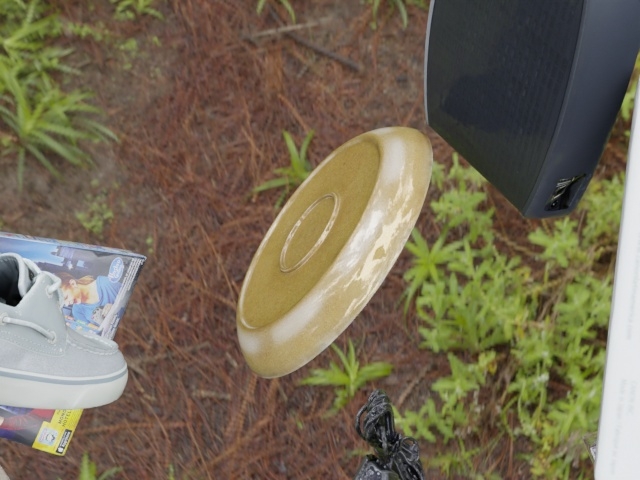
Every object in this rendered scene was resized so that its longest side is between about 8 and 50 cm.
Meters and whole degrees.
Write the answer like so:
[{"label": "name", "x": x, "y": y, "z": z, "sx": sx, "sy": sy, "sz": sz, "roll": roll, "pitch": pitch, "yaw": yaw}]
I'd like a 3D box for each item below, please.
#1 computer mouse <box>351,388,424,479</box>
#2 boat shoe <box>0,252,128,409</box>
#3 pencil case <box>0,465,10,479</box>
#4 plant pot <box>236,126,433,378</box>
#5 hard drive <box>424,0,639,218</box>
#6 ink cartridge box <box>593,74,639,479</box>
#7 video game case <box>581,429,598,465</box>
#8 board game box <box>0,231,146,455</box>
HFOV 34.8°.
[{"label": "computer mouse", "x": 0.052, "y": 0.313, "z": 1.070, "sx": 0.072, "sy": 0.188, "sz": 0.272, "roll": -7, "pitch": 47, "yaw": 18}, {"label": "boat shoe", "x": -0.187, "y": 0.048, "z": 0.599, "sx": 0.079, "sy": 0.227, "sz": 0.081, "roll": 19, "pitch": 88, "yaw": 32}, {"label": "pencil case", "x": -0.224, "y": 0.099, "z": 0.437, "sx": 0.159, "sy": 0.410, "sz": 0.184, "roll": -7, "pitch": 51, "yaw": 0}, {"label": "plant pot", "x": 0.000, "y": 0.000, "z": 0.821, "sx": 0.032, "sy": 0.236, "sz": 0.236, "roll": 34, "pitch": 66, "yaw": -18}, {"label": "hard drive", "x": 0.147, "y": -0.138, "z": 0.761, "sx": 0.054, "sy": 0.255, "sz": 0.172, "roll": -29, "pitch": 59, "yaw": -21}, {"label": "ink cartridge box", "x": 0.391, "y": 0.054, "z": 0.671, "sx": 0.385, "sy": 0.091, "sz": 0.308, "roll": 9, "pitch": 106, "yaw": 24}, {"label": "video game case", "x": 0.366, "y": 0.165, "z": 0.973, "sx": 0.232, "sy": 0.210, "sz": 0.042, "roll": -25, "pitch": 77, "yaw": 9}, {"label": "board game box", "x": -0.283, "y": 0.066, "z": 0.900, "sx": 0.194, "sy": 0.060, "sz": 0.194, "roll": 25, "pitch": 84, "yaw": -23}]
